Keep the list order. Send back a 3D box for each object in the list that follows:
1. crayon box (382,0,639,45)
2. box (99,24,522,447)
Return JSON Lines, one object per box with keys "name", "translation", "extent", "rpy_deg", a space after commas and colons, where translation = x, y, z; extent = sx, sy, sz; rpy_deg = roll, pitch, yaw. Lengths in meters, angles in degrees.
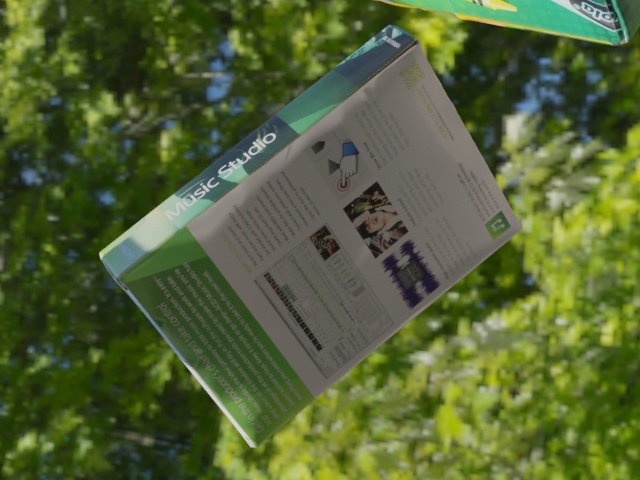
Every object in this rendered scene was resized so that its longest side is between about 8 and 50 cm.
{"name": "crayon box", "translation": [0.068, -0.206, 0.756], "extent": [0.165, 0.278, 0.081], "rpy_deg": [-55, -43, -19]}
{"name": "box", "translation": [0.000, 0.000, 1.281], "extent": [0.322, 0.058, 0.232], "rpy_deg": [-39, -56, -8]}
